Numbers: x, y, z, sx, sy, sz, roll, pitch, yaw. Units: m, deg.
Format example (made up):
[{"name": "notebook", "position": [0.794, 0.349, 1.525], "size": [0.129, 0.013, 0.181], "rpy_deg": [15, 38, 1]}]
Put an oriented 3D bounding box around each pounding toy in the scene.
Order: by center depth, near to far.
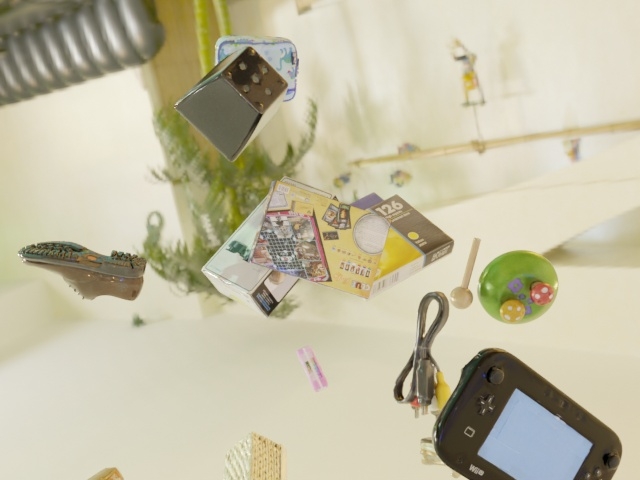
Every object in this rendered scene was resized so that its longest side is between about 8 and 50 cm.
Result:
[{"name": "pounding toy", "position": [0.424, 0.116, 1.785], "size": [0.237, 0.183, 0.110], "rpy_deg": [17, -159, -9]}]

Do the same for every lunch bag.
[{"name": "lunch bag", "position": [-0.168, -0.449, 2.135], "size": [0.219, 0.176, 0.090], "rpy_deg": [-1, -154, -13]}]

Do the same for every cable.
[{"name": "cable", "position": [0.227, 0.252, 1.740], "size": [0.139, 0.287, 0.072], "rpy_deg": [-1, 174, 45]}]

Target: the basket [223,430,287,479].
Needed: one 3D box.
[{"name": "basket", "position": [-0.146, 0.518, 1.763], "size": [0.113, 0.103, 0.167], "rpy_deg": [-44, -156, 23]}]

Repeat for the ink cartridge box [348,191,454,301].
[{"name": "ink cartridge box", "position": [0.131, -0.011, 2.070], "size": [0.304, 0.072, 0.307], "rpy_deg": [-27, -127, -30]}]

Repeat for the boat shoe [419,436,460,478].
[{"name": "boat shoe", "position": [0.300, 0.476, 1.738], "size": [0.190, 0.072, 0.068], "rpy_deg": [2, 176, 44]}]

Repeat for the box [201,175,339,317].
[{"name": "box", "position": [-0.096, 0.009, 1.736], "size": [0.169, 0.087, 0.290], "rpy_deg": [22, -116, 40]}]

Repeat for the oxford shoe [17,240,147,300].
[{"name": "oxford shoe", "position": [-0.419, 0.060, 1.402], "size": [0.227, 0.096, 0.083], "rpy_deg": [14, -158, 7]}]

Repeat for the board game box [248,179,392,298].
[{"name": "board game box", "position": [0.000, 0.000, 1.551], "size": [0.243, 0.165, 0.042], "rpy_deg": [19, 175, -15]}]

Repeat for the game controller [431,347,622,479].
[{"name": "game controller", "position": [0.284, 0.276, 1.088], "size": [0.067, 0.319, 0.166], "rpy_deg": [1, -121, 60]}]

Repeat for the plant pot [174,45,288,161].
[{"name": "plant pot", "position": [-0.185, -0.329, 1.850], "size": [0.167, 0.188, 0.187], "rpy_deg": [-31, -162, 52]}]

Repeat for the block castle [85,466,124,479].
[{"name": "block castle", "position": [-0.447, 0.765, 1.858], "size": [0.213, 0.453, 0.303], "rpy_deg": [-33, -175, -18]}]

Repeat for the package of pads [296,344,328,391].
[{"name": "package of pads", "position": [-0.014, 0.236, 1.480], "size": [0.032, 0.083, 0.050], "rpy_deg": [-25, 166, -8]}]
